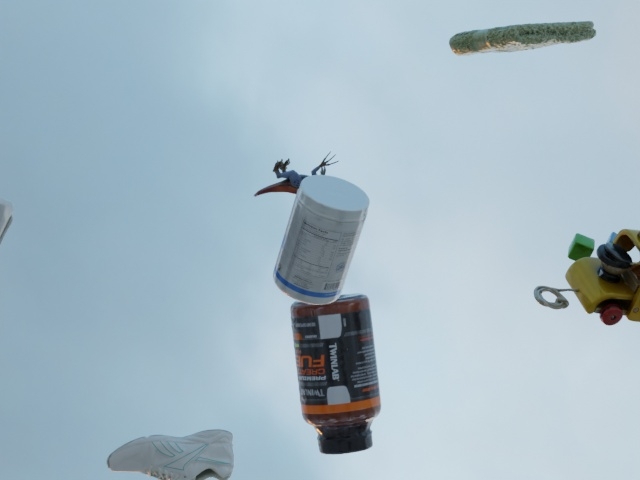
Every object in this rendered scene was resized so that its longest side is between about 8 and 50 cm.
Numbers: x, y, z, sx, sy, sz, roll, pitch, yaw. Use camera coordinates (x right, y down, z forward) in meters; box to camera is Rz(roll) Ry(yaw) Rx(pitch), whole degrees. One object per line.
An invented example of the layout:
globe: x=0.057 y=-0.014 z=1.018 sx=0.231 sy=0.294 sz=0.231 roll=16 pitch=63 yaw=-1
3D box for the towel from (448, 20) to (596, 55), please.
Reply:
towel: x=0.227 y=-0.225 z=1.700 sx=0.148 sy=0.027 sz=0.110 roll=-9 pitch=5 yaw=-42

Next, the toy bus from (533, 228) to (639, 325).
toy bus: x=0.384 y=0.036 z=1.833 sx=0.191 sy=0.202 sz=0.104 roll=29 pitch=-58 yaw=14

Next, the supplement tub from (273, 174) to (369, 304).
supplement tub: x=0.000 y=0.000 z=1.439 sx=0.071 sy=0.071 sz=0.107 roll=15 pitch=-63 yaw=-4

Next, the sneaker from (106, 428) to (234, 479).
sneaker: x=-0.174 y=0.260 z=1.788 sx=0.152 sy=0.061 sz=0.054 roll=-5 pitch=-24 yaw=-10

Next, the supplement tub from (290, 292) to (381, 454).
supplement tub: x=0.022 y=0.170 z=1.946 sx=0.106 sy=0.198 sz=0.106 roll=-7 pitch=1 yaw=0

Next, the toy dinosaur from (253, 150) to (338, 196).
toy dinosaur: x=-0.011 y=-0.059 z=1.657 sx=0.082 sy=0.090 sz=0.047 roll=38 pitch=3 yaw=14

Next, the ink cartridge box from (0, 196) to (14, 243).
ink cartridge box: x=-0.500 y=-0.008 z=1.718 sx=0.114 sy=0.197 sz=0.273 roll=24 pitch=-4 yaw=30
